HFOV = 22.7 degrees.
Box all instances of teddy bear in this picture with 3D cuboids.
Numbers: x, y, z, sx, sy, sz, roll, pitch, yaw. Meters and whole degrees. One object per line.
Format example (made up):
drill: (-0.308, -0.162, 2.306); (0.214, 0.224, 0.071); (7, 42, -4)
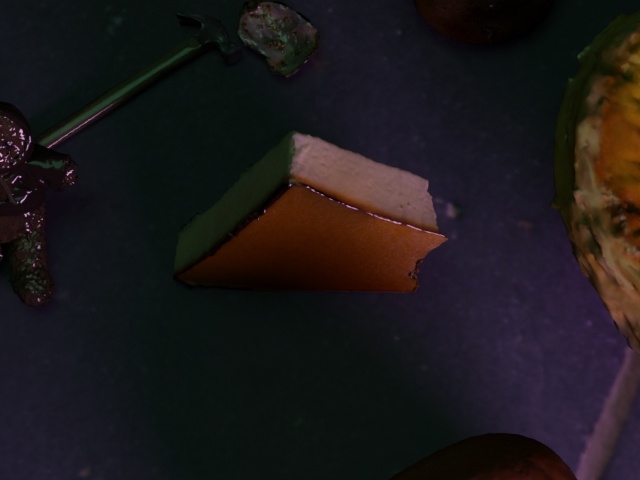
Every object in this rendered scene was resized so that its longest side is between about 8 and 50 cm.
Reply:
teddy bear: (-0.245, -0.032, 1.233); (0.119, 0.078, 0.160); (1, 105, 5)

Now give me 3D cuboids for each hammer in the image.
hammer: (-0.155, -0.128, 1.304); (0.182, 0.017, 0.062); (-33, 66, -8)

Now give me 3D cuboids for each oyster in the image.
oyster: (-0.037, -0.170, 1.308); (0.054, 0.019, 0.083); (-41, 70, -10)

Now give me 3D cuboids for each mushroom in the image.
mushroom: (0.134, -0.215, 1.285); (0.127, 0.087, 0.127); (0, 89, 4)

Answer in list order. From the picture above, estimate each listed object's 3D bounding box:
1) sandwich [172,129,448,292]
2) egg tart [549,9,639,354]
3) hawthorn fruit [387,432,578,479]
sandwich: (0.000, 0.000, 1.189); (0.162, 0.193, 0.058); (19, 59, -25)
egg tart: (0.323, -0.029, 1.141); (0.341, 0.132, 0.341); (-2, 66, 4)
hawthorn fruit: (0.073, 0.237, 1.030); (0.251, 0.199, 0.199); (-21, 64, 13)
